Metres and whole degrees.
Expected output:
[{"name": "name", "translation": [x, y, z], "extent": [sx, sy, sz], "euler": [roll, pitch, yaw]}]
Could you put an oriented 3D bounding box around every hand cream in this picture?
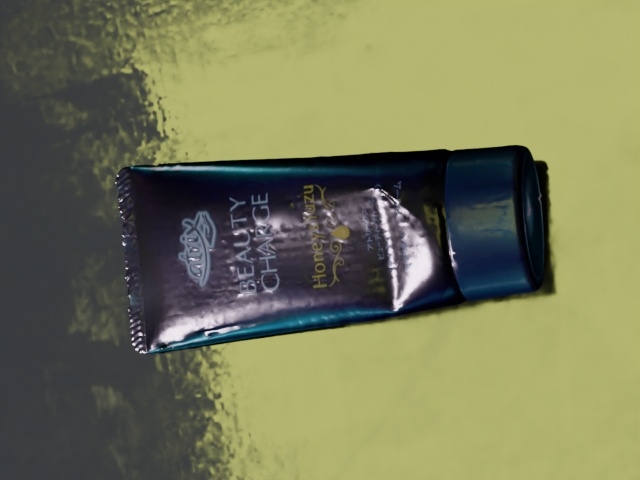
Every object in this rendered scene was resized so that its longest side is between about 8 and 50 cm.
[{"name": "hand cream", "translation": [0.000, 0.000, 0.996], "extent": [0.270, 0.061, 0.120], "euler": [-6, 90, 23]}]
